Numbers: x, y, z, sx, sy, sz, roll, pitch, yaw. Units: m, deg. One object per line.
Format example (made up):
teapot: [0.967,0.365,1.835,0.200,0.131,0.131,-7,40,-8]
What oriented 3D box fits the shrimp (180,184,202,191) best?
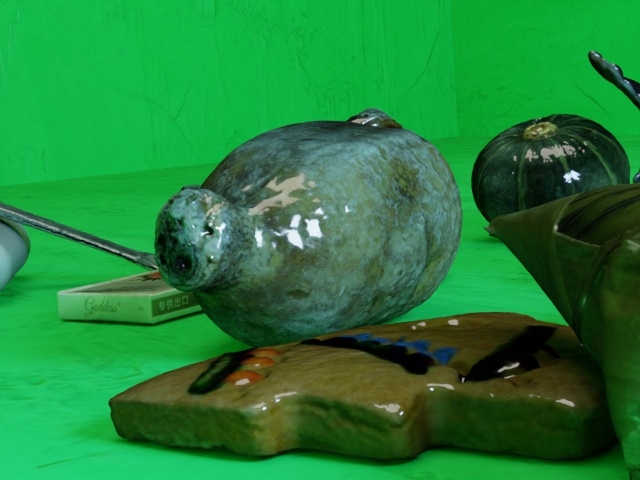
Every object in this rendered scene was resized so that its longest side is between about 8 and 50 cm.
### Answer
shrimp: [0.002,-0.008,1.413,0.289,0.075,0.178,1,-10,40]

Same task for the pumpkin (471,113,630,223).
pumpkin: [0.243,-0.065,1.581,0.167,0.125,0.167,-25,16,8]

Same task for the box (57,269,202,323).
box: [-0.120,0.041,1.302,0.109,0.029,0.198,1,8,36]

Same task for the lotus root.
lotus root: [0.000,-0.004,1.090,0.175,0.175,0.349,-1,11,26]

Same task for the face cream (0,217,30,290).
face cream: [-0.373,0.008,1.507,0.163,0.080,0.336,1,7,-4]

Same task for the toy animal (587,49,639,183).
toy animal: [0.260,-0.035,1.222,0.160,0.272,0.197,-40,13,1]

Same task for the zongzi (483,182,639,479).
zongzi: [0.140,0.029,0.670,0.274,0.125,0.251,17,13,33]

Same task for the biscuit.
biscuit: [0.035,0.076,0.828,0.302,0.043,0.278,-5,7,-9]

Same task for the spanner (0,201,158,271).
spanner: [-0.267,-0.013,1.468,0.302,0.017,0.071,19,6,5]
